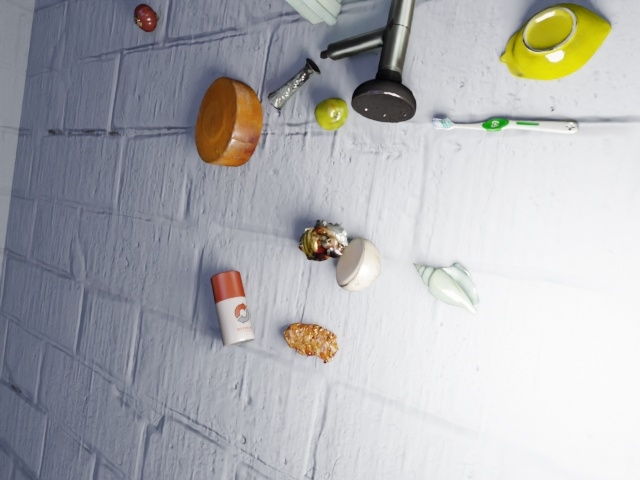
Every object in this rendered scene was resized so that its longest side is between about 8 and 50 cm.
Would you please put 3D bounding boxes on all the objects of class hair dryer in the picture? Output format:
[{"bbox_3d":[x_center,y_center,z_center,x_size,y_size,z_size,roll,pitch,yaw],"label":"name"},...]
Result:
[{"bbox_3d":[0.129,-0.442,1.182,0.284,0.156,0.319,-17,62,55],"label":"hair dryer"}]

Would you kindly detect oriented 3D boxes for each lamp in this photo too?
[{"bbox_3d":[-0.680,-0.864,1.795,0.101,0.090,0.101,38,144,34],"label":"lamp"}]

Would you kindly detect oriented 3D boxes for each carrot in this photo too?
[{"bbox_3d":[-0.303,-0.383,1.485,0.259,0.100,0.306,-31,61,33],"label":"carrot"}]

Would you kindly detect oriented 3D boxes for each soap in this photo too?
[{"bbox_3d":[-0.030,-0.676,1.196,0.094,0.261,0.150,21,98,26],"label":"soap"}]

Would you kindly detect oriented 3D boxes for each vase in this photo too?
[{"bbox_3d":[-0.077,-0.450,1.332,0.167,0.059,0.059,-33,68,30],"label":"vase"}]

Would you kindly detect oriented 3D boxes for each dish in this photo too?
[{"bbox_3d":[0.456,-0.404,0.921,0.208,0.080,0.148,-9,81,34],"label":"dish"}]

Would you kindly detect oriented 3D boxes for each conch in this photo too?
[{"bbox_3d":[0.282,0.096,1.029,0.180,0.088,0.065,37,152,26],"label":"conch"}]

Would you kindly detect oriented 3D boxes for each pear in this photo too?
[{"bbox_3d":[0.029,-0.335,1.226,0.092,0.097,0.092,2,102,7],"label":"pear"}]

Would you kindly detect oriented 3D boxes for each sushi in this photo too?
[{"bbox_3d":[0.002,-0.003,1.192,0.097,0.103,0.226,61,154,-10],"label":"sushi"}]

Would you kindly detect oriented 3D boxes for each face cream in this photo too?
[{"bbox_3d":[-0.268,0.207,1.399,0.096,0.096,0.214,-26,71,33],"label":"face cream"}]

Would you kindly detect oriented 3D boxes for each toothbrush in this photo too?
[{"bbox_3d":[0.386,-0.247,0.996,0.304,0.030,0.030,12,94,34],"label":"toothbrush"}]

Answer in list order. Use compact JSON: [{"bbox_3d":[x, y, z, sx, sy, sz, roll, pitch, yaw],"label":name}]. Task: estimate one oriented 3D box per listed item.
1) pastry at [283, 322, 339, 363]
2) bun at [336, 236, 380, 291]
[{"bbox_3d":[-0.017,0.264,1.235,0.170,0.063,0.086,14,104,32],"label":"pastry"},{"bbox_3d":[0.105,0.066,1.141,0.138,0.094,0.138,-48,30,39],"label":"bun"}]
